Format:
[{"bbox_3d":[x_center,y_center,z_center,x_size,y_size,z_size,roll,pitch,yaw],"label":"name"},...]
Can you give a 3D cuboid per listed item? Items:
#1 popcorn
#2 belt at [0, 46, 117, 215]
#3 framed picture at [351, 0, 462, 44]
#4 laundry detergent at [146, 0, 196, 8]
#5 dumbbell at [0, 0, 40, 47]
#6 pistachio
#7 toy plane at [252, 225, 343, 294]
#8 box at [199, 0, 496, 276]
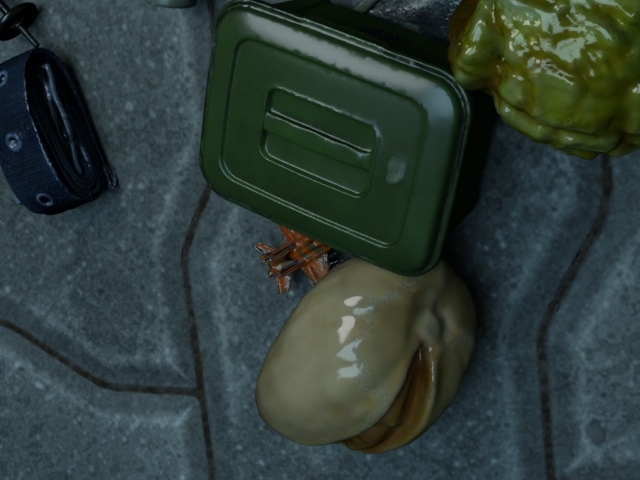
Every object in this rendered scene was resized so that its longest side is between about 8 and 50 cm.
[{"bbox_3d":[0.278,-0.222,1.317,0.247,0.282,0.282,42,118,15],"label":"popcorn"},{"bbox_3d":[-0.382,-0.139,1.766,0.128,0.122,0.218,-14,99,32],"label":"belt"},{"bbox_3d":[0.171,-0.258,1.515,0.209,0.019,0.281,50,119,6],"label":"framed picture"},{"bbox_3d":[-0.179,-0.483,1.571,0.264,0.125,0.398,15,113,21],"label":"laundry detergent"},{"bbox_3d":[-0.426,-0.313,1.768,0.147,0.069,0.069,48,119,7],"label":"dumbbell"},{"bbox_3d":[0.056,0.132,1.583,0.230,0.230,0.309,47,127,7],"label":"pistachio"},{"bbox_3d":[0.004,-0.002,1.655,0.188,0.062,0.135,-31,89,16],"label":"toy plane"},{"bbox_3d":[0.041,-0.133,1.509,0.328,0.178,0.253,26,120,25],"label":"box"}]
